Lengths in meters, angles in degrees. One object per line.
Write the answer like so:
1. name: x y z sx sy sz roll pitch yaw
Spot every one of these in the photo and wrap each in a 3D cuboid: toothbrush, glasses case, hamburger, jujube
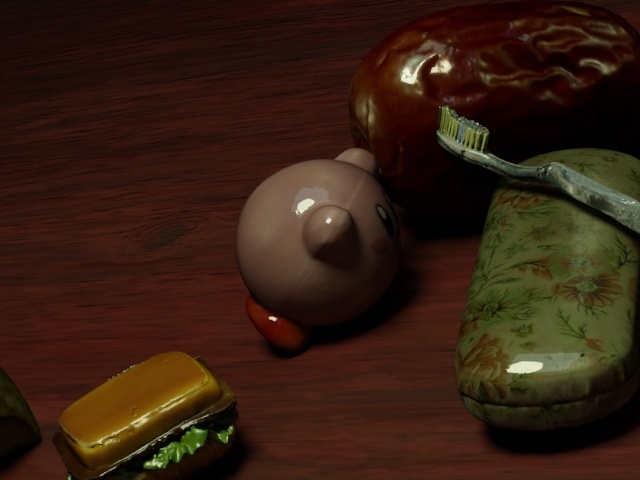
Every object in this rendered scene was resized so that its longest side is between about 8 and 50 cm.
1. toothbrush: 0.243 -0.041 1.583 0.035 0.042 0.413 -16 31 -36
2. glasses case: 0.219 0.032 1.596 0.156 0.098 0.425 -7 27 17
3. hamburger: -0.153 0.177 1.585 0.166 0.087 0.137 -27 26 -13
4. jujube: 0.188 -0.141 1.848 0.318 0.223 0.223 -15 23 -12

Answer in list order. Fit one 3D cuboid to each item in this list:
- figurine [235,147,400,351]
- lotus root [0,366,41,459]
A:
1. figurine: 0.000 0.000 1.742 0.173 0.173 0.173 -16 25 8
2. lotus root: -0.410 0.134 1.774 0.142 0.210 0.314 -40 43 -16
